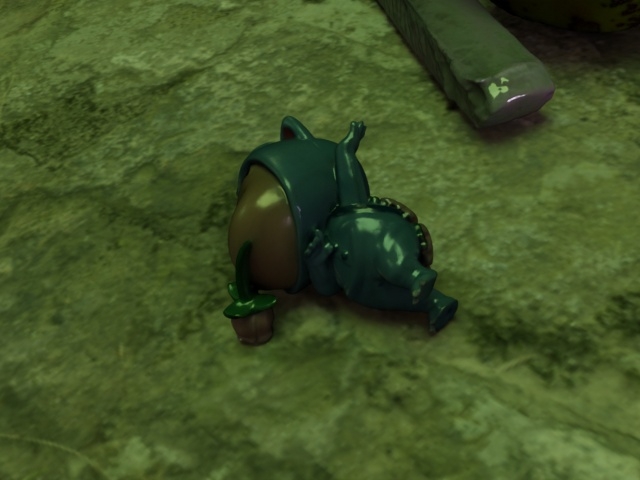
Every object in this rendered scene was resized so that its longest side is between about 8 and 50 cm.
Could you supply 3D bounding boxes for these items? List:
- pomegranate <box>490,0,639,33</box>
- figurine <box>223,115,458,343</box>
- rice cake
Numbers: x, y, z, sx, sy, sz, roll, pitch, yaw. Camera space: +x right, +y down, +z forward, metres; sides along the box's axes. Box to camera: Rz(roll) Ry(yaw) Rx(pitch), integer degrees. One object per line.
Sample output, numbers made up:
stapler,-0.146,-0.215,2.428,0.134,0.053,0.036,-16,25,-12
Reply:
pomegranate,0.229,-0.277,0.795,0.222,0.276,0.203,22,89,6
figurine,-0.002,0.005,0.602,0.178,0.114,0.144,34,63,31
rice cake,0.103,-0.209,0.830,0.073,0.056,0.365,-16,41,-7
